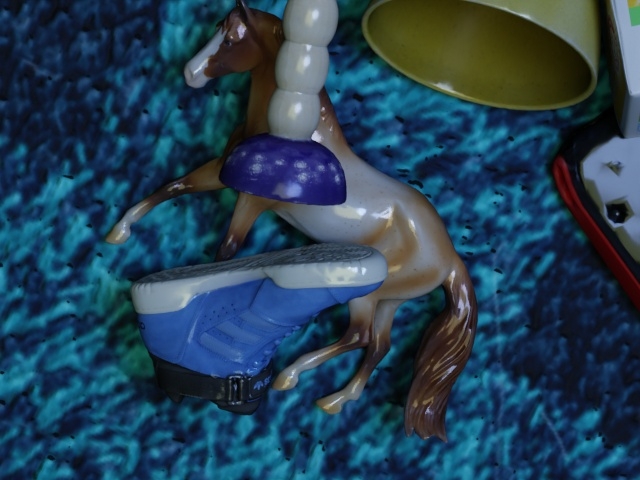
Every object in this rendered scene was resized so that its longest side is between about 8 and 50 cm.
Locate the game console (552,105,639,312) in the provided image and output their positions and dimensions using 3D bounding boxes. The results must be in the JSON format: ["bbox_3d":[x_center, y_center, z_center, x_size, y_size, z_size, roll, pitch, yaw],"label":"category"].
[{"bbox_3d":[0.385,-0.022,0.909,0.386,0.060,0.342,-35,95,3],"label":"game console"}]

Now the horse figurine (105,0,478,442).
[{"bbox_3d":[0.000,0.000,0.881,0.263,0.066,0.174,40,102,-7],"label":"horse figurine"}]

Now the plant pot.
[{"bbox_3d":[0.101,-0.145,0.837,0.134,0.134,0.095,20,74,-7],"label":"plant pot"}]

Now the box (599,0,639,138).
[{"bbox_3d":[0.258,-0.130,0.813,0.203,0.114,0.103,-9,80,9],"label":"box"}]

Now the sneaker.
[{"bbox_3d":[-0.029,0.052,0.835,0.152,0.058,0.084,-9,100,17],"label":"sneaker"}]

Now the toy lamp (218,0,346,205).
[{"bbox_3d":[0.001,-0.158,0.773,0.080,0.080,0.274,9,100,-5],"label":"toy lamp"}]
